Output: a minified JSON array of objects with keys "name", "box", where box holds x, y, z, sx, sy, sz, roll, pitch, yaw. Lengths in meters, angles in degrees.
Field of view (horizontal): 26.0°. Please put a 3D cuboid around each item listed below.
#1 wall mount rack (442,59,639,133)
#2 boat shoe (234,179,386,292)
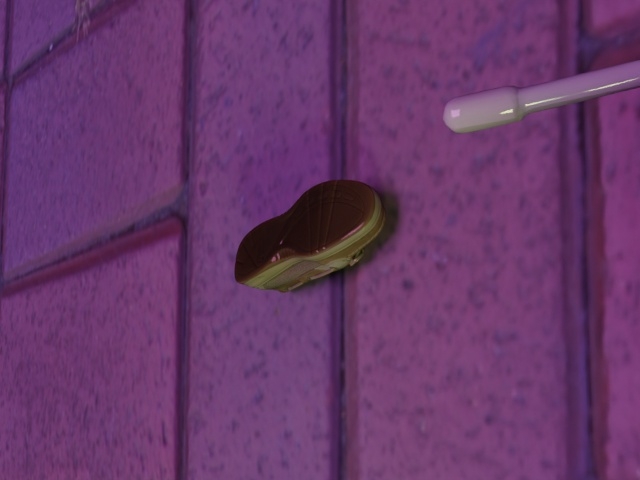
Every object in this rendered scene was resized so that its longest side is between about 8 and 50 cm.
[{"name":"wall mount rack","box":[0.176,-0.195,0.596,0.304,0.130,0.350,-34,56,53]},{"name":"boat shoe","box":[-0.001,0.002,0.952,0.153,0.048,0.056,-30,47,46]}]
